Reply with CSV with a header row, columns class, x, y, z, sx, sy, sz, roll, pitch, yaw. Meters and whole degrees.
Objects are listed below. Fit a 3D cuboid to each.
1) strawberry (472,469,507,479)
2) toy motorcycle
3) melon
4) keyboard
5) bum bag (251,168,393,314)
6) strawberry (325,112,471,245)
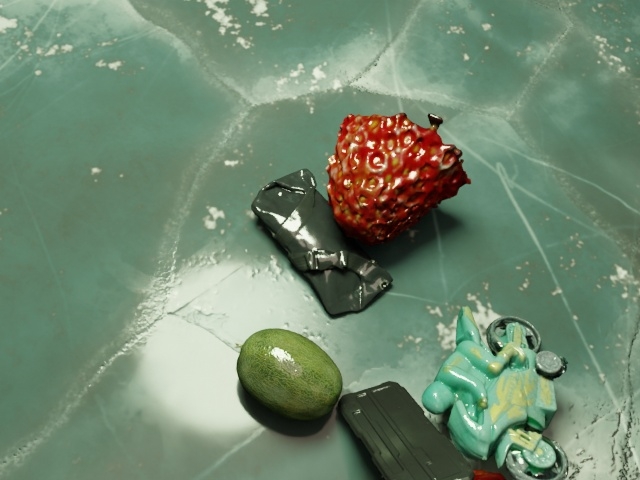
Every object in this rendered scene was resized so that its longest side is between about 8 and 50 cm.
class,x,y,z,sx,sy,sz,roll,pitch,yaw
strawberry,0.169,0.432,0.973,0.220,0.274,0.274,-22,63,24
toy motorcycle,0.242,0.216,1.122,0.198,0.109,0.297,11,41,2
melon,-0.048,0.186,1.117,0.167,0.114,0.114,28,64,7
keyboard,0.105,0.262,1.052,0.106,0.262,0.016,-14,111,-14
bum bag,0.000,0.000,1.242,0.123,0.060,0.248,-35,74,-24
strawberry,0.104,-0.079,1.206,0.233,0.234,0.178,24,72,6
